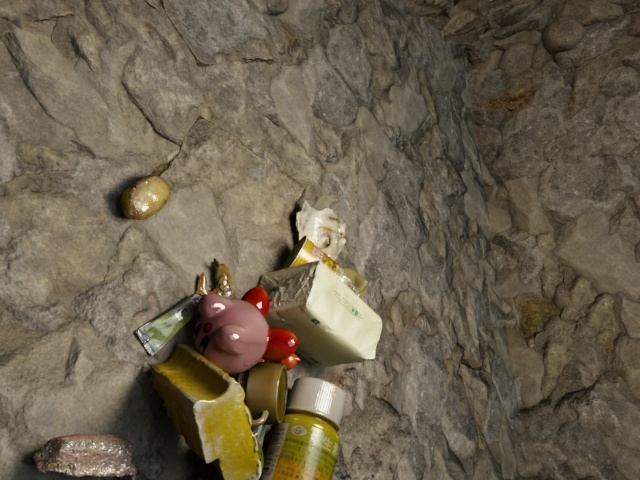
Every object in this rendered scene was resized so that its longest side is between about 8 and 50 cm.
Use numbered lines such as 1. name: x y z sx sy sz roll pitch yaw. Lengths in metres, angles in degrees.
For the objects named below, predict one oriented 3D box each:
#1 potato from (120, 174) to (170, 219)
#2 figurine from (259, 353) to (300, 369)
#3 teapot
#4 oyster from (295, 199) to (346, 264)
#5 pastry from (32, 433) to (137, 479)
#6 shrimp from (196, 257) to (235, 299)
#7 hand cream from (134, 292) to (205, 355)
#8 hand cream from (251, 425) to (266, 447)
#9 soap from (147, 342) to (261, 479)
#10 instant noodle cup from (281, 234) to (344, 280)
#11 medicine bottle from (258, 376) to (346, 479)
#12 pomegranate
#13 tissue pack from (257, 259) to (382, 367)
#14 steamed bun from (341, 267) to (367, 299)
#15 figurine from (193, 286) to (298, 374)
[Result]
1. potato: -0.503 -0.123 1.581 0.170 0.080 0.107 -55 127 -39
2. figurine: -0.128 0.401 1.801 0.075 0.140 0.068 3 72 -48
3. teapot: -0.201 0.471 1.674 0.267 0.175 0.185 -72 160 -66
4. oyster: -0.003 0.001 2.084 0.275 0.100 0.271 37 76 -4
5. pastry: -0.541 0.519 1.321 0.265 0.103 0.112 39 69 -42
6. shrimp: -0.326 0.148 1.721 0.132 0.052 0.187 -7 87 -50
7. hand cream: -0.424 0.228 1.595 0.235 0.055 0.086 -41 107 -39
8. hand cream: -0.200 0.621 1.727 0.067 0.042 0.194 31 59 -39
9. soap: -0.317 0.471 1.487 0.169 0.339 0.304 -22 111 -33
10. instant noodle cup: -0.022 0.100 1.952 0.185 0.168 0.168 34 51 -10
11. medicine bottle: -0.052 0.650 1.746 0.224 0.224 0.384 43 48 -32
12. pomegranate: -0.280 0.632 1.549 0.198 0.246 0.198 53 7 -10
13. tissue pack: -0.011 0.257 1.860 0.380 0.297 0.207 42 48 -31
14. steamed bun: 0.118 0.189 2.175 0.212 0.110 0.231 -30 104 -49
15. figurine: -0.253 0.289 1.630 0.261 0.211 0.269 6 35 -46
